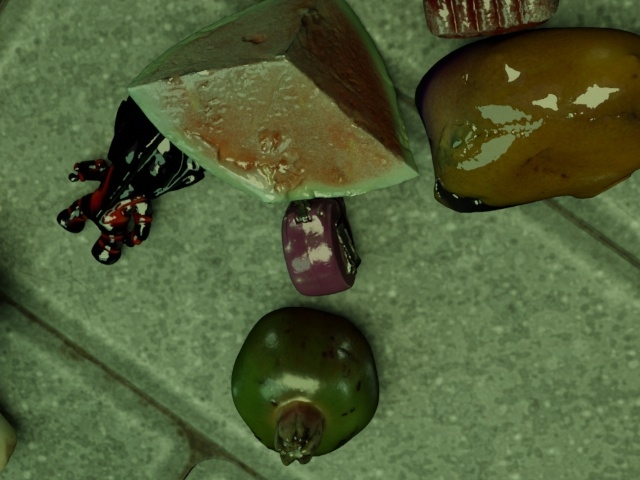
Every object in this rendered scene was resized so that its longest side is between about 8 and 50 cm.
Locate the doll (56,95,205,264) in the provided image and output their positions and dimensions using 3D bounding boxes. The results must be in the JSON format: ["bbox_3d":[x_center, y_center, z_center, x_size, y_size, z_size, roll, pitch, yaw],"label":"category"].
[{"bbox_3d":[-0.212,-0.086,1.509,0.127,0.088,0.248,27,118,-19],"label":"doll"}]

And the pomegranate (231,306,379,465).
[{"bbox_3d":[-0.022,0.177,1.470,0.180,0.209,0.180,5,121,8],"label":"pomegranate"}]

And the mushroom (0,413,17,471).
[{"bbox_3d":[-0.523,0.151,1.512,0.315,0.315,0.356,-18,88,15],"label":"mushroom"}]

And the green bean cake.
[{"bbox_3d":[0.182,-0.253,1.357,0.135,0.135,0.056,-9,109,17],"label":"green bean cake"}]

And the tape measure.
[{"bbox_3d":[0.000,0.000,1.469,0.074,0.118,0.125,-12,105,15],"label":"tape measure"}]

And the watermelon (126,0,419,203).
[{"bbox_3d":[-0.029,-0.152,1.403,0.256,0.176,0.260,-44,113,-8],"label":"watermelon"}]

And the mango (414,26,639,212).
[{"bbox_3d":[0.241,-0.135,1.358,0.287,0.152,0.201,-7,147,15],"label":"mango"}]
